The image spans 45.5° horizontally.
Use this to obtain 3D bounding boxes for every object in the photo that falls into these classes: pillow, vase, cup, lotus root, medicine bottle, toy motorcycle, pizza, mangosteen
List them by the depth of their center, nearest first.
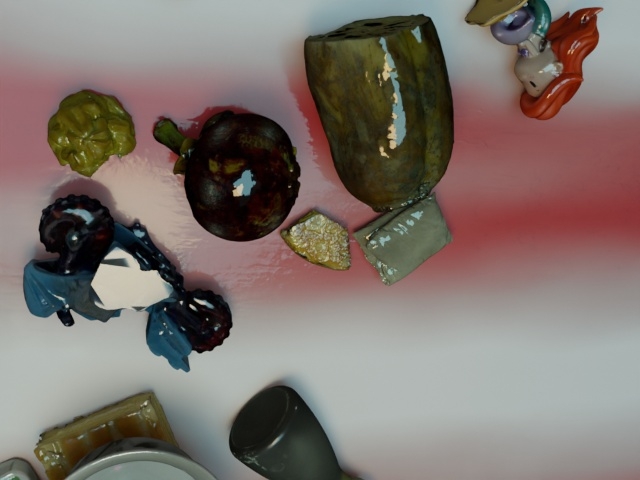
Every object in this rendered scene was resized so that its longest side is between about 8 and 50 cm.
[{"bbox_3d":[-0.335,0.494,1.368,0.347,0.163,0.347,-4,106,-15],"label":"cup"},{"bbox_3d":[-0.175,-0.126,1.368,0.289,0.231,0.231,19,99,14],"label":"mangosteen"},{"bbox_3d":[0.118,-0.227,1.391,0.251,0.250,0.346,-16,107,-10],"label":"lotus root"},{"bbox_3d":[-0.365,0.102,1.398,0.232,0.172,0.416,-46,118,6],"label":"toy motorcycle"},{"bbox_3d":[-0.591,0.523,1.479,0.119,0.069,0.183,-24,109,-10],"label":"medicine bottle"},{"bbox_3d":[0.000,0.000,1.518,0.160,0.036,0.099,27,96,-19],"label":"pizza"},{"bbox_3d":[0.174,-0.007,1.540,0.181,0.078,0.134,-35,112,-7],"label":"pillow"},{"bbox_3d":[-0.027,0.458,1.565,0.173,0.173,0.321,-41,116,-2],"label":"vase"}]

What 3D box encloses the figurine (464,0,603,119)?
[{"bbox_3d":[0.427,-0.380,1.467,0.257,0.181,0.208,46,60,-26],"label":"figurine"}]

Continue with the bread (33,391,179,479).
[{"bbox_3d":[-0.396,0.438,1.484,0.239,0.111,0.246,-20,107,-10],"label":"bread"}]

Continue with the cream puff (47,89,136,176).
[{"bbox_3d":[-0.397,-0.187,1.323,0.156,0.156,0.121,-15,124,-10],"label":"cream puff"}]
